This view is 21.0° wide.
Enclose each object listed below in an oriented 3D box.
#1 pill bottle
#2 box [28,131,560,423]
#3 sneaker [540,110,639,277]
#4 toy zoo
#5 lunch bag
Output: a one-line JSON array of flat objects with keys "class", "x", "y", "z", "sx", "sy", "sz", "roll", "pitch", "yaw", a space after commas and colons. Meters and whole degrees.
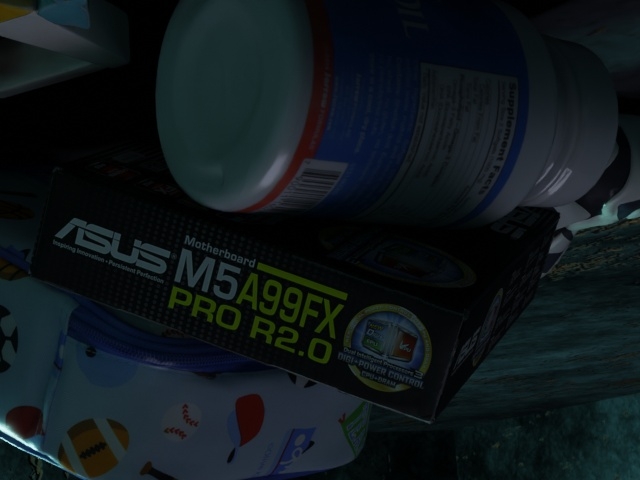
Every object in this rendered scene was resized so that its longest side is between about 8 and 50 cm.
[{"class": "pill bottle", "x": 0.040, "y": -0.069, "z": 0.870, "sx": 0.221, "sy": 0.124, "sz": 0.124, "roll": 4, "pitch": 166, "yaw": -38}, {"class": "box", "x": 0.000, "y": 0.000, "z": 0.935, "sx": 0.216, "sy": 0.060, "sz": 0.270, "roll": 19, "pitch": -164, "yaw": 14}, {"class": "sneaker", "x": 0.113, "y": -0.027, "z": 1.196, "sx": 0.153, "sy": 0.094, "sz": 0.235, "roll": 4, "pitch": 166, "yaw": -31}, {"class": "toy zoo", "x": -0.232, "y": -0.097, "z": 0.851, "sx": 0.293, "sy": 0.030, "sz": 0.192, "roll": -12, "pitch": 167, "yaw": 31}, {"class": "lunch bag", "x": -0.117, "y": 0.036, "z": 1.008, "sx": 0.243, "sy": 0.115, "sz": 0.303, "roll": -4, "pitch": -155, "yaw": -46}]
